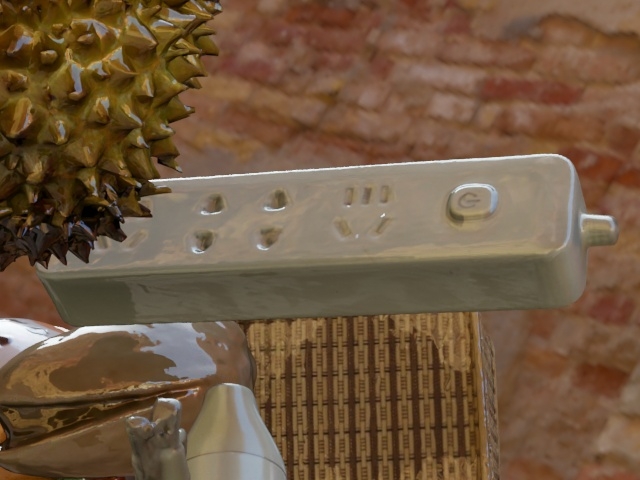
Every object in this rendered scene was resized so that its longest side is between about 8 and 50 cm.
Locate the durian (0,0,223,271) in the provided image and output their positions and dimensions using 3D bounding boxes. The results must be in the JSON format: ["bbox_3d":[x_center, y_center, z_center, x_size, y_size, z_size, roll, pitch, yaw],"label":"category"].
[{"bbox_3d":[-0.199,-0.102,0.778,0.293,0.258,0.258,5,-25,26],"label":"durian"}]

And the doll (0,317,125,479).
[{"bbox_3d":[-0.239,0.175,1.193,0.236,0.213,0.213,22,-16,40],"label":"doll"}]

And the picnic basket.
[{"bbox_3d":[0.006,0.179,1.336,0.312,0.228,0.175,-4,-16,11],"label":"picnic basket"}]

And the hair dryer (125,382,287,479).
[{"bbox_3d":[-0.041,0.102,0.487,0.075,0.206,0.237,-2,-37,1],"label":"hair dryer"}]

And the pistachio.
[{"bbox_3d":[-0.146,0.116,1.090,0.226,0.136,0.136,-10,8,-30],"label":"pistachio"}]

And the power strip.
[{"bbox_3d":[0.000,0.000,0.944,0.385,0.091,0.062,-3,-41,19],"label":"power strip"}]
